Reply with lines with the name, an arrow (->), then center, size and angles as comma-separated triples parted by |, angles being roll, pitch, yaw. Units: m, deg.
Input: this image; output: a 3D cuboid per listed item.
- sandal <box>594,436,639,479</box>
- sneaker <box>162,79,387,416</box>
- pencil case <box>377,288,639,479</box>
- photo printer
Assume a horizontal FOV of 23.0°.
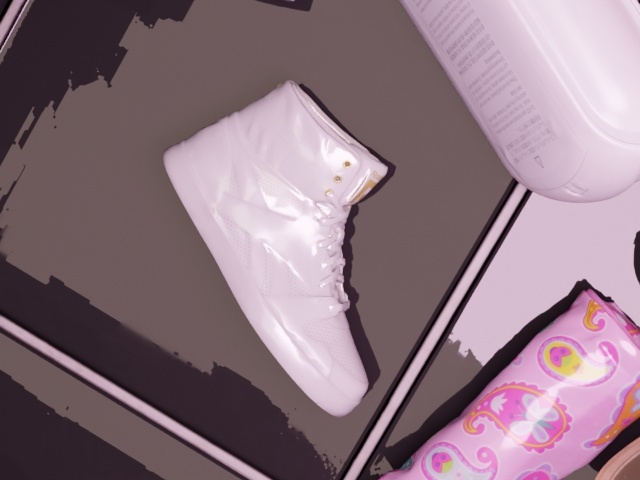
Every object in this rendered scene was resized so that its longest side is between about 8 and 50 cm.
sandal -> 0.320, 0.172, 1.390 | 0.240, 0.079, 0.088 | -26, 105, -24
sneaker -> 0.000, 0.000, 1.411 | 0.169, 0.108, 0.292 | -32, 87, 11
pencil case -> 0.175, 0.172, 1.394 | 0.284, 0.124, 0.124 | -43, 87, 8
photo printer -> 0.174, -0.173, 1.308 | 0.107, 0.256, 0.307 | -32, 88, -11
